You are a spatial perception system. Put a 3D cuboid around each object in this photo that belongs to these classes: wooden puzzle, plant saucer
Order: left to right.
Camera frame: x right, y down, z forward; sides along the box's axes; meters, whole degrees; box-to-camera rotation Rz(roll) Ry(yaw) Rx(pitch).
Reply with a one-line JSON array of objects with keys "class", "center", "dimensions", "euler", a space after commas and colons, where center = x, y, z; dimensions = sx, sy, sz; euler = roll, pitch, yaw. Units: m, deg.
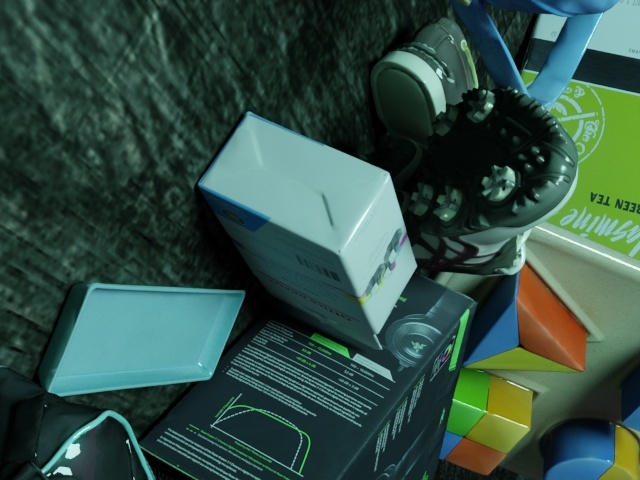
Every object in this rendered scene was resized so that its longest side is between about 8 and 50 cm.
[{"class": "plant saucer", "center": [-0.103, 0.056, 0.681], "dimensions": [0.067, 0.018, 0.192], "euler": [-67, 158, 5]}, {"class": "wooden puzzle", "center": [0.228, 0.142, 1.030], "dimensions": [0.322, 0.347, 0.081], "euler": [118, -14, -45]}]

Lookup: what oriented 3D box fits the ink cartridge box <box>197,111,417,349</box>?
[{"class": "ink cartridge box", "center": [0.000, 0.000, 0.741], "dimensions": [0.062, 0.104, 0.181], "euler": [-58, 158, -15]}]

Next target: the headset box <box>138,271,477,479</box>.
[{"class": "headset box", "center": [-0.004, 0.173, 0.884], "dimensions": [0.283, 0.131, 0.246], "euler": [-45, 152, -43]}]

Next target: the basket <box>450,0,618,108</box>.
[{"class": "basket", "center": [0.141, -0.242, 0.652], "dimensions": [0.289, 0.201, 0.255], "euler": [37, 79, -51]}]

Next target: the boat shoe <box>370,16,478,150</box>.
[{"class": "boat shoe", "center": [0.094, -0.078, 0.908], "dimensions": [0.069, 0.081, 0.228], "euler": [-50, 152, -26]}]

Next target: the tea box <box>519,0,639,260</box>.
[{"class": "tea box", "center": [0.367, -0.071, 1.173], "dimensions": [0.220, 0.329, 0.324], "euler": [26, 80, -69]}]

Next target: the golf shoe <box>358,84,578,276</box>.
[{"class": "golf shoe", "center": [0.112, -0.031, 0.781], "dimensions": [0.273, 0.120, 0.105], "euler": [-9, -122, 68]}]

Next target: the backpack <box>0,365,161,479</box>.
[{"class": "backpack", "center": [-0.143, 0.170, 0.520], "dimensions": [0.166, 0.144, 0.188], "euler": [-55, 134, -30]}]
